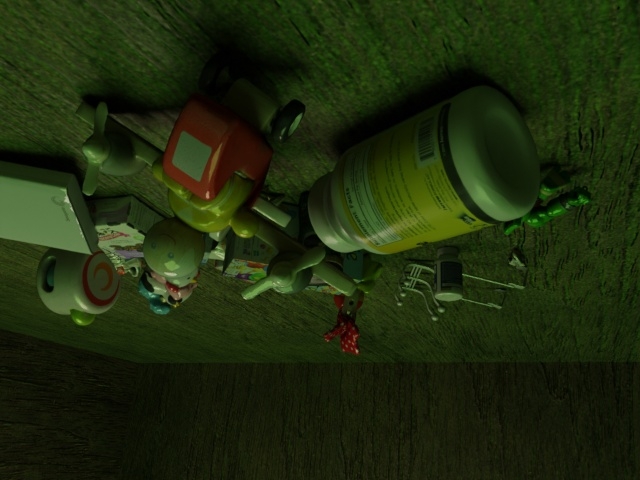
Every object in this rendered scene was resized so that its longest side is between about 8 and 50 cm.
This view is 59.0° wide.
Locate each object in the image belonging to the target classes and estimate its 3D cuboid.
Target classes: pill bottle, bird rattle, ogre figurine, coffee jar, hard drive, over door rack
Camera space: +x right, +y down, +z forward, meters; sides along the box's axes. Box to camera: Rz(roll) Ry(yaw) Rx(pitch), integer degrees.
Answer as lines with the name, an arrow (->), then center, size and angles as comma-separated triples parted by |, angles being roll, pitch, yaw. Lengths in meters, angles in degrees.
pill bottle -> 0.139, -0.084, 0.865 | 0.187, 0.188, 0.333 | 20, 154, -37
bird rattle -> 0.082, 0.159, 1.467 | 0.142, 0.254, 0.207 | 3, -177, 2
ogre figurine -> 0.346, -0.075, 0.985 | 0.196, 0.097, 0.118 | -3, 149, -15
coffee jar -> 0.000, 0.000, 1.113 | 0.096, 0.185, 0.079 | -3, 158, 18
hard drive -> -0.642, -0.077, 1.121 | 0.352, 0.047, 0.233 | 10, 146, -2
pill bottle -> 0.306, 0.079, 1.355 | 0.067, 0.120, 0.067 | 3, 159, 1
over door rack -> 0.373, 0.145, 1.536 | 0.323, 0.108, 0.239 | 3, 160, 3

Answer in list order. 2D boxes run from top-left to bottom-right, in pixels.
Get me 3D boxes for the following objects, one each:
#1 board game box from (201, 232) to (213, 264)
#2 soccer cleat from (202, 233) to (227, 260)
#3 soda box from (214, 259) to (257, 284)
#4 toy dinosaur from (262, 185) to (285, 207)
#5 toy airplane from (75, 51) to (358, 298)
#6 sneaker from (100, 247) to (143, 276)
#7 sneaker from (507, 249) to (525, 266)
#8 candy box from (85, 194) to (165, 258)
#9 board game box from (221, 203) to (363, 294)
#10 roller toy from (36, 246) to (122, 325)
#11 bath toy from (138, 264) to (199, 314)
board game box -> -0.258, -0.001, 1.291 | 0.020, 0.090, 0.090 | 11, 158, -16
soccer cleat -> -0.220, 0.021, 1.382 | 0.196, 0.068, 0.076 | 6, 156, 3
soda box -> -0.197, 0.068, 1.507 | 0.062, 0.058, 0.183 | -10, 156, 32
toy dinosaur -> -0.169, -0.085, 1.096 | 0.211, 0.064, 0.112 | 11, 159, -17
toy airplane -> -0.165, -0.059, 0.852 | 0.386, 0.273, 0.384 | 15, 154, 44
sneaker -> -0.523, 0.046, 1.483 | 0.057, 0.076, 0.161 | -5, 158, 21
sneaker -> 0.468, 0.047, 1.365 | 0.036, 0.032, 0.083 | -9, 155, 30
candy box -> -0.443, -0.025, 1.288 | 0.164, 0.070, 0.196 | -4, 157, 20
board game box -> -0.059, 0.017, 1.226 | 0.275, 0.145, 0.142 | 11, 159, -16
roller toy -> -0.631, 0.097, 1.483 | 0.146, 0.209, 0.191 | -3, 123, 18
bath toy -> -0.411, 0.112, 1.566 | 0.151, 0.129, 0.348 | 13, 157, -22
